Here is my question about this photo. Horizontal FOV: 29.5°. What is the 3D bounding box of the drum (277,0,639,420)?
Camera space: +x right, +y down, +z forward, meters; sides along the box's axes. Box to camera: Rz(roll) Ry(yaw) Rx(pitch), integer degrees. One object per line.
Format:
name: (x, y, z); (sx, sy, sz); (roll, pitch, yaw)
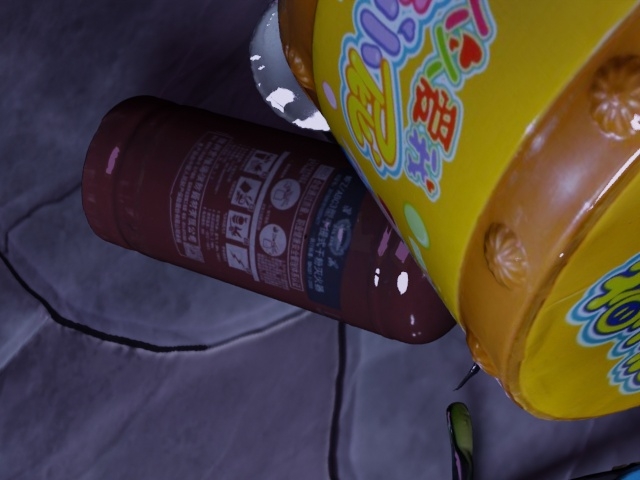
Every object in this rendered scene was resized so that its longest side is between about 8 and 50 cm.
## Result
drum: (0.203, -0.115, 0.573); (0.431, 0.431, 0.214); (-38, 63, 11)

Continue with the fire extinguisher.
fire extinguisher: (0.000, 0.000, 0.813); (0.337, 0.114, 0.135); (16, 96, 28)

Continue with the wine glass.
wine glass: (0.016, -0.133, 0.786); (0.093, 0.202, 0.093); (3, 108, 9)

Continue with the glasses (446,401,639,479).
glasses: (0.093, 0.203, 0.722); (0.207, 0.102, 0.239); (32, 91, 27)
